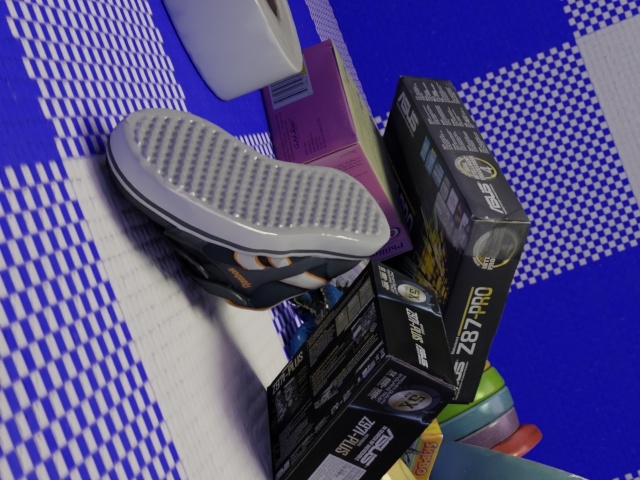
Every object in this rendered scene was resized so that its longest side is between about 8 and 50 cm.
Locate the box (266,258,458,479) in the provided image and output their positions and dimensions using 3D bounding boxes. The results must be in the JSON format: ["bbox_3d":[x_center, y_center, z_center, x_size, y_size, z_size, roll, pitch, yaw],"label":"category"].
[{"bbox_3d":[0.033,0.135,1.359,0.077,0.180,0.147,27,26,-22],"label":"box"}]

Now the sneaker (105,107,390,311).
[{"bbox_3d":[-0.080,-0.012,1.289,0.321,0.127,0.126,18,42,-48],"label":"sneaker"}]

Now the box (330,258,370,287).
[{"bbox_3d":[0.000,0.000,1.881,0.324,0.067,0.063,48,24,-70],"label":"box"}]

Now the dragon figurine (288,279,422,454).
[{"bbox_3d":[0.016,0.120,1.631,0.144,0.085,0.289,-19,87,-81],"label":"dragon figurine"}]

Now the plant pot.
[{"bbox_3d":[0.265,0.407,2.026,0.290,0.290,0.195,48,59,-67],"label":"plant pot"}]

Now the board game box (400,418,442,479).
[{"bbox_3d":[0.082,0.183,1.807,0.259,0.039,0.124,-113,-151,-46],"label":"board game box"}]

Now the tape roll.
[{"bbox_3d":[-0.118,-0.311,1.769,0.286,0.100,0.286,-21,90,-81],"label":"tape roll"}]

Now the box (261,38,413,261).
[{"bbox_3d":[0.021,-0.115,2.112,0.243,0.117,0.213,58,14,-48],"label":"box"}]

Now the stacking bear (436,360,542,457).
[{"bbox_3d":[0.200,0.223,2.338,0.289,0.175,0.164,60,1,4],"label":"stacking bear"}]

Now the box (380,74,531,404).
[{"bbox_3d":[0.166,-0.007,2.176,0.395,0.097,0.318,-110,-150,-52],"label":"box"}]

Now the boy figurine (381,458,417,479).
[{"bbox_3d":[0.065,0.274,1.553,0.177,0.092,0.285,-37,106,-80],"label":"boy figurine"}]
